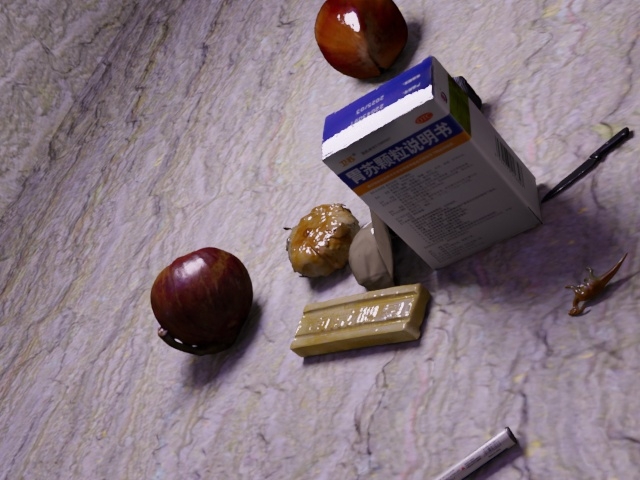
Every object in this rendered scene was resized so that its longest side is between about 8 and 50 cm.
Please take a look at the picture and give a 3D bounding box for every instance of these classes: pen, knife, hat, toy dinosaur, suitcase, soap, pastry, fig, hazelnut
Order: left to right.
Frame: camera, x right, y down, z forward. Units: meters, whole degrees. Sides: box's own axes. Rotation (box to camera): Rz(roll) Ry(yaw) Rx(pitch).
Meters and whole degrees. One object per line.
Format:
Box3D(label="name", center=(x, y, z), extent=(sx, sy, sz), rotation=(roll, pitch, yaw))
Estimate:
Box3D(label="fig", center=(-0.217, 0.116, 1.790), extent=(0.205, 0.205, 0.205), rotation=(-31, 34, 24))
Box3D(label="pastry", center=(0.004, 0.002, 1.744), extent=(0.153, 0.081, 0.153), rotation=(-23, 34, 17))
Box3D(label="soap", center=(0.062, 0.131, 1.567), extent=(0.252, 0.037, 0.092), rotation=(-15, 44, 40))
Box3D(label="hazelnut", center=(0.088, -0.431, 2.042), extent=(0.208, 0.208, 0.208), rotation=(-31, 34, 24))
Box3D(label="hat", center=(0.077, -0.012, 1.589), extent=(0.144, 0.173, 0.166), rotation=(-21, 36, 28))
Box3D(label="pen", center=(0.168, 0.308, 1.250), extent=(0.204, 0.025, 0.025), rotation=(-39, 32, 13))
Box3D(label="suitcase", center=(0.237, -0.226, 1.720), extent=(0.059, 0.086, 0.126), rotation=(-13, 45, 40))
Box3D(label="knife", center=(0.401, -0.112, 1.468), extent=(0.170, 0.010, 0.023), rotation=(-41, 25, 12))
Box3D(label="toy dinosaur", center=(0.367, 0.054, 1.299), extent=(0.113, 0.026, 0.041), rotation=(-51, 37, 10))

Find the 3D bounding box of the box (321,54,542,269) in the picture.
Box3D(label="box", center=(0.170, -0.106, 1.454), extent=(0.200, 0.299, 0.106), rotation=(-27, 37, 29))
